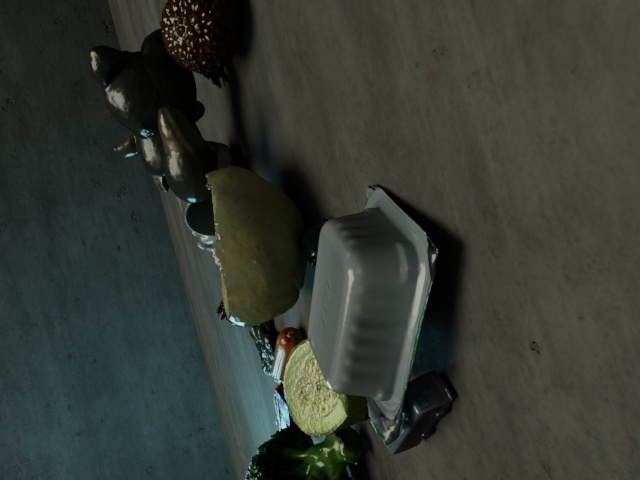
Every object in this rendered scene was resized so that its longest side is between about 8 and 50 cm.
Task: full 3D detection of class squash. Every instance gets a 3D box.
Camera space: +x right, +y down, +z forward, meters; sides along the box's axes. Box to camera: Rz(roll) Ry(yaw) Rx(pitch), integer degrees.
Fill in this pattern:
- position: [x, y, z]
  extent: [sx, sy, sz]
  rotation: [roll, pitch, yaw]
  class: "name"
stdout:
- position: [0.014, 0.293, 1.233]
  extent: [0.220, 0.133, 0.220]
  rotation: [35, 130, 56]
  class: "squash"

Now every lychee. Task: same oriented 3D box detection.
- position: [-0.270, -0.481, 1.321]
  extent: [0.238, 0.200, 0.200]
  rotation: [-30, 77, 66]
  class: "lychee"

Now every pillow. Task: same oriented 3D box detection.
- position: [-0.162, 0.353, 1.810]
  extent: [0.256, 0.034, 0.188]
  rotation: [4, 114, 70]
  class: "pillow"

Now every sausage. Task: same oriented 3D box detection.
- position: [-0.087, 0.294, 1.547]
  extent: [0.071, 0.071, 0.234]
  rotation: [62, 155, 30]
  class: "sausage"

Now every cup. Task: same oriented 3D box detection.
- position: [-0.294, -0.182, 1.612]
  extent: [0.258, 0.187, 0.234]
  rotation: [115, 144, -45]
  class: "cup"

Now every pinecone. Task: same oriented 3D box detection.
- position: [-0.310, 0.247, 2.037]
  extent: [0.109, 0.102, 0.102]
  rotation: [38, 139, 40]
  class: "pinecone"

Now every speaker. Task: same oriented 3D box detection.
- position: [0.005, -0.001, 1.156]
  extent: [0.094, 0.060, 0.075]
  rotation: [-46, 54, 25]
  class: "speaker"

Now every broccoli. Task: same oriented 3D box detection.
- position: [-0.013, 0.533, 1.329]
  extent: [0.297, 0.298, 0.297]
  rotation: [-50, 46, 16]
  class: "broccoli"

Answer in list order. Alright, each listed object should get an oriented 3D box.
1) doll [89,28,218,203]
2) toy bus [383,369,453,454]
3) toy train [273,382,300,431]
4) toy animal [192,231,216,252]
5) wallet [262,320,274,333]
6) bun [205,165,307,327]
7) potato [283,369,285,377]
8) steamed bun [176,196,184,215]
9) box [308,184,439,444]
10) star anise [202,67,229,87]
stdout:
- position: [-0.359, -0.306, 1.406]
  extent: [0.379, 0.252, 0.382]
  rotation: [25, 144, 39]
  class: "doll"
- position: [0.149, 0.280, 0.940]
  extent: [0.190, 0.075, 0.064]
  rotation: [101, 148, -50]
  class: "toy bus"
- position: [-0.075, 0.492, 1.636]
  extent: [0.131, 0.083, 0.203]
  rotation: [43, 143, 50]
  class: "toy train"
- position: [-0.345, -0.048, 1.892]
  extent: [0.220, 0.131, 0.103]
  rotation: [119, 147, -57]
  class: "toy animal"
- position: [-0.195, 0.133, 1.763]
  extent: [0.146, 0.030, 0.285]
  rotation: [-145, 42, -66]
  class: "wallet"
- position: [-0.131, 0.009, 1.276]
  extent: [0.364, 0.202, 0.364]
  rotation: [171, 90, -82]
  class: "bun"
- position: [-0.044, 0.333, 1.458]
  extent: [0.170, 0.080, 0.107]
  rotation: [124, 138, -65]
  class: "potato"
- position: [-0.469, -0.164, 2.145]
  extent: [0.183, 0.106, 0.182]
  rotation: [163, 90, -72]
  class: "steamed bun"
- position: [0.055, 0.102, 0.905]
  extent: [0.264, 0.106, 0.336]
  rotation: [-124, 36, -59]
  class: "box"
- position: [-0.322, -0.520, 1.539]
  extent: [0.272, 0.103, 0.271]
  rotation: [53, 153, 42]
  class: "star anise"
